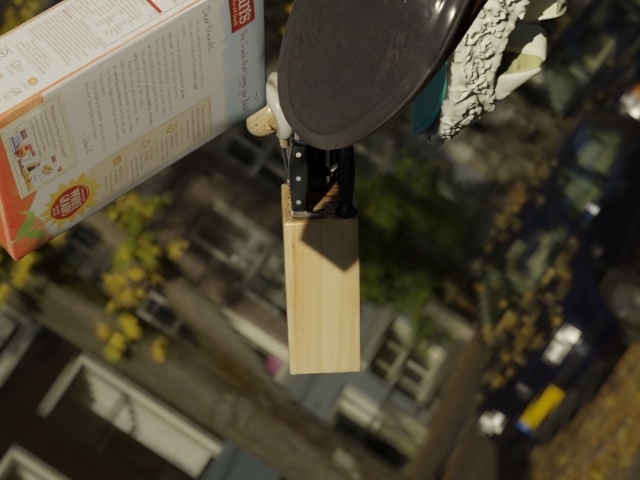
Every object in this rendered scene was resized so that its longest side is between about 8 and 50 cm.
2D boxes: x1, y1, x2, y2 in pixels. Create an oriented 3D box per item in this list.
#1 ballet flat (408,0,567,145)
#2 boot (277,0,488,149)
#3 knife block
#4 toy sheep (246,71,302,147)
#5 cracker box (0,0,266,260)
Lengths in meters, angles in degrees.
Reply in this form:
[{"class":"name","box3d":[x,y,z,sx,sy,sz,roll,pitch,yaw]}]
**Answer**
[{"class":"ballet flat","box3d":[0.174,-0.217,1.751,0.147,0.147,0.409,-57,-10,-25]},{"class":"boot","box3d":[0.106,-0.176,1.082,0.280,0.096,0.264,-13,-49,-63]},{"class":"knife block","box3d":[0.000,0.000,2.030,0.242,0.088,0.276,90,177,-75]},{"class":"toy sheep","box3d":[-0.017,-0.145,1.821,0.132,0.091,0.091,-29,-3,-11]},{"class":"cracker box","box3d":[-0.146,-0.106,1.237,0.232,0.067,0.156,-33,-28,-22]}]
